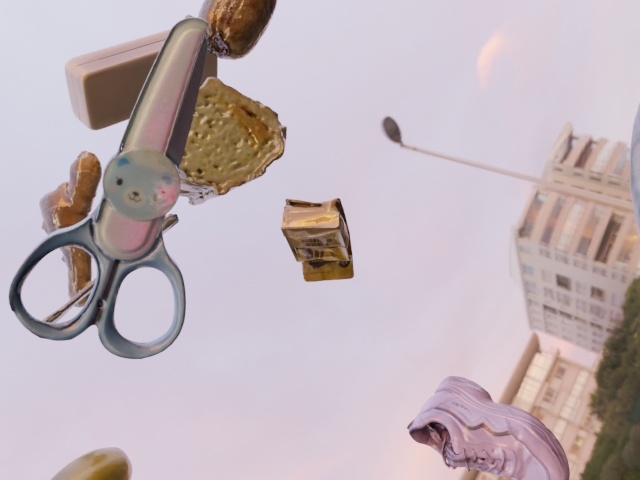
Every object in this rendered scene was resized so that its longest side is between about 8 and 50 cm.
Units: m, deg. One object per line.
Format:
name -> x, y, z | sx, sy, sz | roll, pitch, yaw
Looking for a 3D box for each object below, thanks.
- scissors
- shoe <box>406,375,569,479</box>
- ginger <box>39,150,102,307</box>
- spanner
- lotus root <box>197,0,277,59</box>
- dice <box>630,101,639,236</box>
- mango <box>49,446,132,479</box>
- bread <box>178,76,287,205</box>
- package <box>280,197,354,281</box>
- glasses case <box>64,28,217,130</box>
scissors -> -0.133, -0.039, 0.445 | 0.125, 0.030, 0.256 | 18, -84, -20
shoe -> 0.256, 0.317, 0.944 | 0.137, 0.245, 0.095 | -29, -46, -34
ginger -> -0.514, -0.018, 1.265 | 0.081, 0.147, 0.334 | -58, -34, -79
spanner -> -0.339, 0.054, 0.968 | 0.302, 0.017, 0.071 | -39, 4, 7
lotus root -> -0.174, -0.509, 1.316 | 0.260, 0.145, 0.128 | -69, 13, -21
dice -> 0.658, -0.098, 0.850 | 0.328, 0.348, 0.331 | 69, -155, -67
mango -> -0.288, 0.314, 0.696 | 0.191, 0.085, 0.122 | -64, -17, -44
bread -> -0.205, -0.166, 1.085 | 0.238, 0.252, 0.196 | 25, -98, -13
package -> 0.000, 0.000, 0.740 | 0.131, 0.071, 0.047 | 68, -160, -56
glasses case -> -0.378, -0.362, 1.324 | 0.336, 0.076, 0.144 | -31, -32, -34
